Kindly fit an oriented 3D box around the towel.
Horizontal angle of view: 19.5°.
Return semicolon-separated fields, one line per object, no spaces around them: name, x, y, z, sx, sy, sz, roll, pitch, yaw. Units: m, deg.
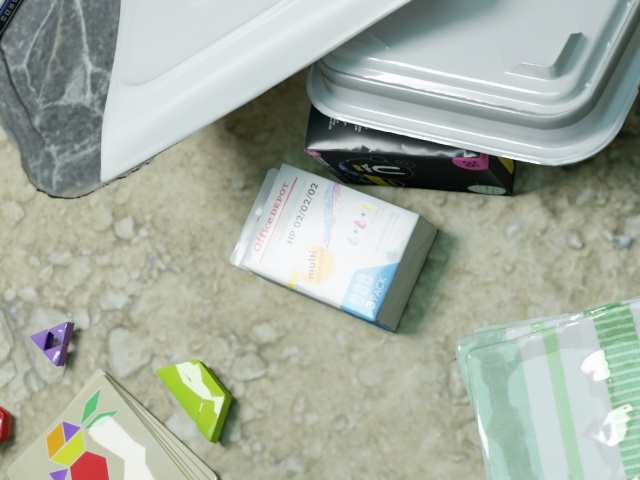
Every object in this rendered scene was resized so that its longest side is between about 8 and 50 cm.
towel;0.288;0.155;1.542;0.325;0.038;0.248;-16;73;17

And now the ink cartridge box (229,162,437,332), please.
ink cartridge box;0.000;0.000;1.676;0.181;0.061;0.104;21;86;24

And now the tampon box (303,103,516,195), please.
tampon box;0.085;-0.106;1.635;0.161;0.120;0.101;5;78;22

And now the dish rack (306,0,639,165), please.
dish rack;0.158;-0.228;1.565;0.285;0.072;0.333;14;59;28

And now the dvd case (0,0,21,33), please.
dvd case;-0.368;-0.299;1.906;0.179;0.029;0.239;32;90;24

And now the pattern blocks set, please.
pattern blocks set;-0.197;0.224;1.718;0.285;0.026;0.325;-37;67;10

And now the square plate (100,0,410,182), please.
square plate;-0.059;-0.242;1.641;0.344;0.049;0.347;-30;34;22
